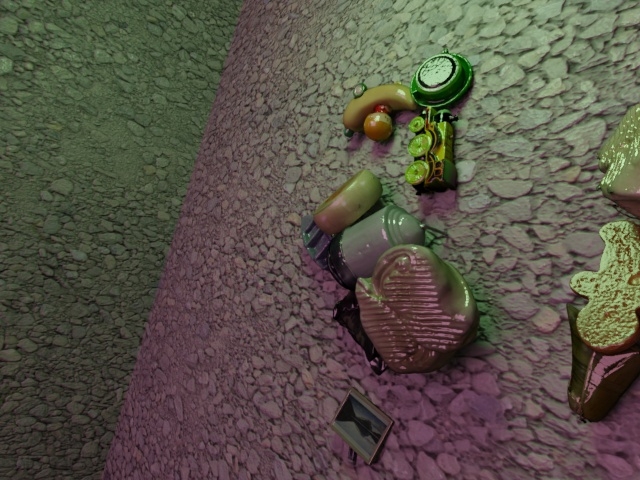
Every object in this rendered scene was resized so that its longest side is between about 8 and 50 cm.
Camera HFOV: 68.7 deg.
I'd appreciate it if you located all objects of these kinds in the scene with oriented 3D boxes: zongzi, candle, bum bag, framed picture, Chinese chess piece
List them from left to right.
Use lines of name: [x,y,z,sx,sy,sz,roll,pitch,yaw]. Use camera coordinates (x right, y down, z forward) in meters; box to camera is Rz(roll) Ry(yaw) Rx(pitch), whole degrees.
Chinese chess piece: [0.094,-0.134,1.629,0.273,0.102,0.273,-40,9,8]
framed picture: [0.124,0.572,1.460,0.203,0.015,0.150,27,86,51]
bum bag: [0.143,0.281,1.515,0.340,0.095,0.144,46,118,54]
candle: [0.193,0.017,1.460,0.342,0.221,0.221,-33,52,38]
zongzi: [0.565,0.268,1.025,0.205,0.094,0.204,-61,36,12]

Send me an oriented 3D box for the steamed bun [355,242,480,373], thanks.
steamed bun: [0.272,0.178,1.282,0.310,0.219,0.324,-45,71,32]

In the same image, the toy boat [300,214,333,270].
toy boat: [0.000,0.000,1.808,0.127,0.078,0.283,-54,42,21]

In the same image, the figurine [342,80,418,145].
figurine: [0.212,-0.466,1.716,0.324,0.124,0.222,2,77,46]

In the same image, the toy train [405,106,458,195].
toy train: [0.358,-0.287,1.490,0.160,0.100,0.296,-7,69,40]

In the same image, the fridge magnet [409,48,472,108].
fridge magnet: [0.392,-0.530,1.541,0.208,0.088,0.208,-12,65,26]

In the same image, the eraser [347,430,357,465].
eraser: [0.102,0.651,1.468,0.027,0.019,0.099,-4,71,48]

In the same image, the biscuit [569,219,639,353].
biscuit: [0.641,0.094,0.985,0.205,0.049,0.324,5,58,51]

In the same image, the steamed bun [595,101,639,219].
steamed bun: [0.715,-0.170,0.930,0.268,0.207,0.280,-60,-7,-57]
